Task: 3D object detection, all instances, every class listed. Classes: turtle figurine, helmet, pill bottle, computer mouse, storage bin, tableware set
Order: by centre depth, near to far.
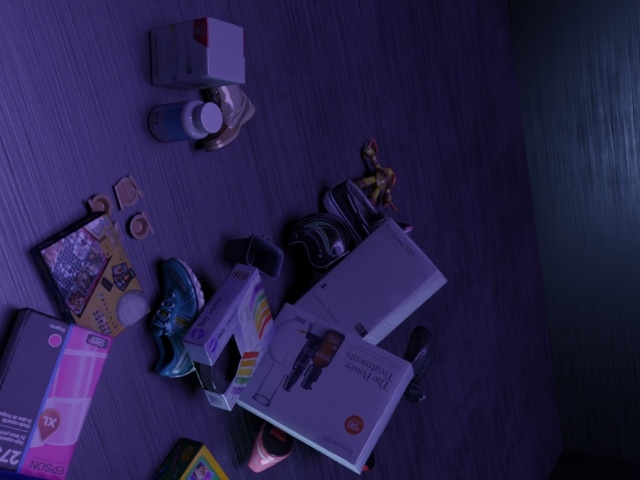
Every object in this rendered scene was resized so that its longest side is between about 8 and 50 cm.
[{"bbox_3d":[-0.430,-0.052,1.552,0.168,0.020,0.141,-39,121,-47],"label":"tableware set"},{"bbox_3d":[-0.298,-0.266,1.610,0.087,0.160,0.087,-2,93,-54],"label":"pill bottle"},{"bbox_3d":[-0.172,0.036,1.849,0.135,0.091,0.098,36,62,-49],"label":"storage bin"},{"bbox_3d":[0.000,0.000,2.019,0.169,0.169,0.162,-19,72,-52],"label":"helmet"},{"bbox_3d":[0.187,-0.177,2.345,0.217,0.087,0.270,-45,126,-44],"label":"turtle figurine"},{"bbox_3d":[0.365,0.440,2.617,0.188,0.072,0.272,46,55,-43],"label":"computer mouse"}]

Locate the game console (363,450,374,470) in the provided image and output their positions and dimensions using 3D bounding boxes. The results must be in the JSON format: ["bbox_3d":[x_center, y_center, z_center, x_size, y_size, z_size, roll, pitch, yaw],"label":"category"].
[{"bbox_3d":[0.038,0.445,2.054,0.387,0.060,0.342,52,23,-42],"label":"game console"}]

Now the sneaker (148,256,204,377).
[{"bbox_3d":[-0.329,0.175,1.633,0.109,0.107,0.276,-7,96,-45],"label":"sneaker"}]

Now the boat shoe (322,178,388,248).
[{"bbox_3d":[0.149,-0.035,2.155,0.335,0.119,0.121,47,35,-11],"label":"boat shoe"}]

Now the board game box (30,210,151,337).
[{"bbox_3d":[-0.461,0.084,1.476,0.165,0.042,0.244,-38,121,-39],"label":"board game box"}]

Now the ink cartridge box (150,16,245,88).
[{"bbox_3d":[-0.276,-0.414,1.627,0.127,0.176,0.128,-6,96,-56],"label":"ink cartridge box"}]

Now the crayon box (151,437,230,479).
[{"bbox_3d":[-0.331,0.616,1.649,0.278,0.081,0.165,-54,132,-39],"label":"crayon box"}]

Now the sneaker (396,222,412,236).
[{"bbox_3d":[0.258,-0.008,2.467,0.178,0.071,0.077,-12,111,-48],"label":"sneaker"}]

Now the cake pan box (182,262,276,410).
[{"bbox_3d":[-0.208,0.229,1.702,0.267,0.070,0.246,-57,146,-41],"label":"cake pan box"}]

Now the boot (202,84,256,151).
[{"bbox_3d":[-0.249,-0.329,1.751,0.213,0.077,0.165,-60,136,-41],"label":"boot"}]

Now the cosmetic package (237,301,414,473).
[{"bbox_3d":[0.001,0.359,1.810,0.285,0.377,0.097,-59,154,-19],"label":"cosmetic package"}]

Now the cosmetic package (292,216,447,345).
[{"bbox_3d":[0.132,0.149,1.990,0.385,0.217,0.156,-45,156,6],"label":"cosmetic package"}]

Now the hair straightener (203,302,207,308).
[{"bbox_3d":[-0.247,0.209,1.782,0.230,0.047,0.089,32,65,-56],"label":"hair straightener"}]

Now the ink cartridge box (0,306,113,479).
[{"bbox_3d":[-0.532,0.327,1.343,0.175,0.069,0.371,26,72,-33],"label":"ink cartridge box"}]

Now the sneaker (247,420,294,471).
[{"bbox_3d":[-0.118,0.496,1.943,0.116,0.136,0.314,39,29,0],"label":"sneaker"}]
